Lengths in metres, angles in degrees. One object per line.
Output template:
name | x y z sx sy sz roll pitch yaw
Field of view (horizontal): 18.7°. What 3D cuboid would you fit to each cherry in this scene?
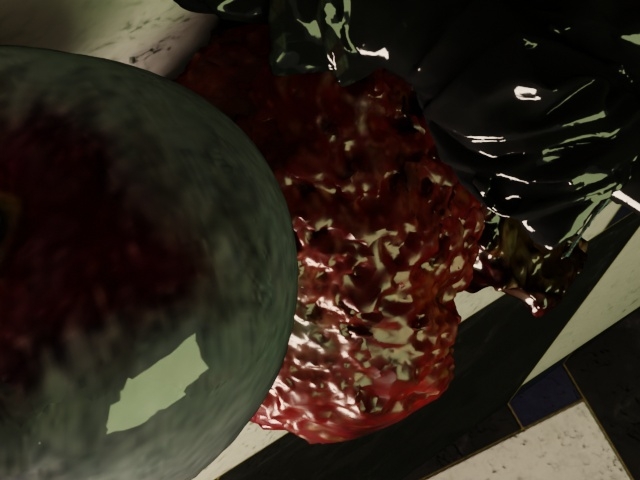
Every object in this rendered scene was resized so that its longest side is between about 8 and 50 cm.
cherry | -0.135 0.029 0.904 0.255 0.218 0.296 -26 164 -4

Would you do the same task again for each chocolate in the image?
chocolate | 0.129 -0.035 1.394 0.224 0.177 0.206 -27 161 -41

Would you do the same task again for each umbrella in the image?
umbrella | 0.064 -0.094 0.914 0.122 0.272 0.110 -56 174 -24

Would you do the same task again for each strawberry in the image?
strawberry | 0.000 0.000 1.121 0.274 0.220 0.274 -32 165 -10

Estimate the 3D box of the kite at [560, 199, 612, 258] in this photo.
kite | 0.246 -0.091 1.327 0.314 0.011 0.335 -50 174 -32
